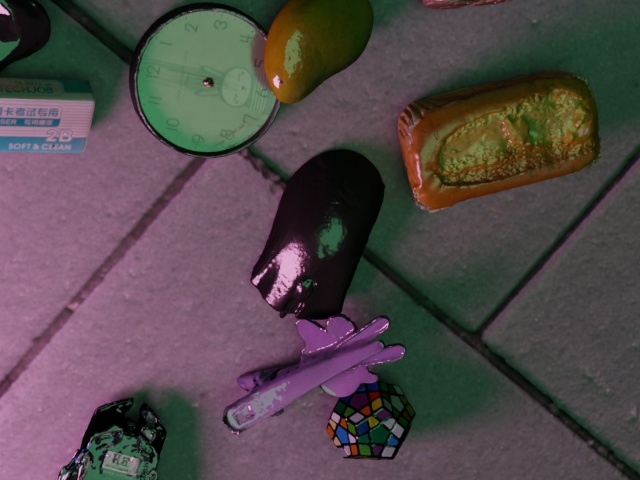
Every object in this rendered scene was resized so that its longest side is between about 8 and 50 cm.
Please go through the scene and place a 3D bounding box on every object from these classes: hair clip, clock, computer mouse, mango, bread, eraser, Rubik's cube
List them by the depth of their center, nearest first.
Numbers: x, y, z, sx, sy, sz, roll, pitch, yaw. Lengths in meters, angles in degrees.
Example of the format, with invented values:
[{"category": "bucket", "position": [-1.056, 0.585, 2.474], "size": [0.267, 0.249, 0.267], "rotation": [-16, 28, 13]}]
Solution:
[{"category": "eraser", "position": [-0.413, -0.164, 1.734], "size": [0.225, 0.052, 0.095], "rotation": [0, 135, -23]}, {"category": "mango", "position": [-0.005, -0.277, 1.794], "size": [0.191, 0.085, 0.122], "rotation": [-42, 127, -27]}, {"category": "clock", "position": [-0.154, -0.217, 1.820], "size": [0.215, 0.042, 0.215], "rotation": [-3, 105, -11]}, {"category": "bread", "position": [0.252, -0.148, 1.888], "size": [0.288, 0.119, 0.152], "rotation": [-14, 110, -9]}, {"category": "computer mouse", "position": [0.000, 0.000, 1.890], "size": [0.147, 0.088, 0.264], "rotation": [19, 102, -14]}, {"category": "hair clip", "position": [-0.017, 0.182, 1.904], "size": [0.278, 0.090, 0.137], "rotation": [-28, 98, 6]}, {"category": "computer mouse", "position": [-0.304, 0.339, 1.910], "size": [0.146, 0.077, 0.241], "rotation": [20, 95, -16]}, {"category": "Rubik's cube", "position": [0.074, 0.267, 1.956], "size": [0.112, 0.133, 0.133], "rotation": [-24, 110, -33]}]

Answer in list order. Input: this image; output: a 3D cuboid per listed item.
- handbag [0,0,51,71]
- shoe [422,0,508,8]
[{"category": "handbag", "position": [-0.500, -0.330, 1.696], "size": [0.192, 0.075, 0.332], "rotation": [-35, 112, 3]}, {"category": "shoe", "position": [0.224, -0.376, 1.845], "size": [0.180, 0.089, 0.092], "rotation": [-10, 94, -12]}]
